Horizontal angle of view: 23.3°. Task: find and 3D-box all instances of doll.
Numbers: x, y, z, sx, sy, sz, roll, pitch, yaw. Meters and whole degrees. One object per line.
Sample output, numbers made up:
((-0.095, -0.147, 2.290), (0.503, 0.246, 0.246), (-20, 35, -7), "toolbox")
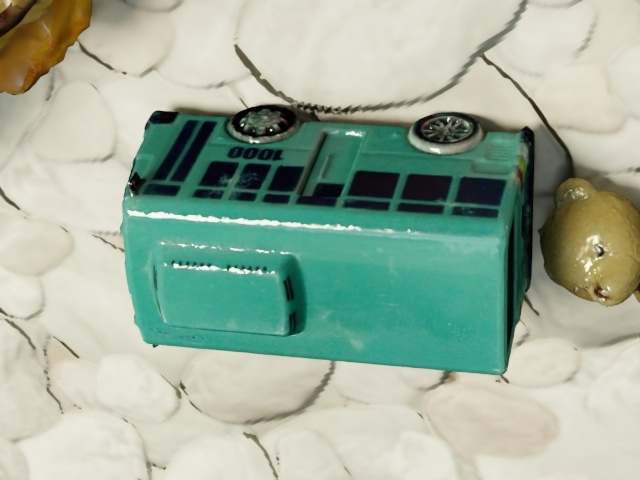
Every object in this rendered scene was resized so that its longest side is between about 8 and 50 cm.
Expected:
((0.136, 0.003, 0.617), (0.093, 0.051, 0.061), (-2, 129, -19), "doll")

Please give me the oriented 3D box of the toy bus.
((0.000, 0.000, 0.610), (0.160, 0.092, 0.079), (5, 124, 12), "toy bus")

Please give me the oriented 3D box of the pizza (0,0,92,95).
((-0.201, -0.149, 0.547), (0.278, 0.114, 0.409), (4, 126, 14), "pizza")
